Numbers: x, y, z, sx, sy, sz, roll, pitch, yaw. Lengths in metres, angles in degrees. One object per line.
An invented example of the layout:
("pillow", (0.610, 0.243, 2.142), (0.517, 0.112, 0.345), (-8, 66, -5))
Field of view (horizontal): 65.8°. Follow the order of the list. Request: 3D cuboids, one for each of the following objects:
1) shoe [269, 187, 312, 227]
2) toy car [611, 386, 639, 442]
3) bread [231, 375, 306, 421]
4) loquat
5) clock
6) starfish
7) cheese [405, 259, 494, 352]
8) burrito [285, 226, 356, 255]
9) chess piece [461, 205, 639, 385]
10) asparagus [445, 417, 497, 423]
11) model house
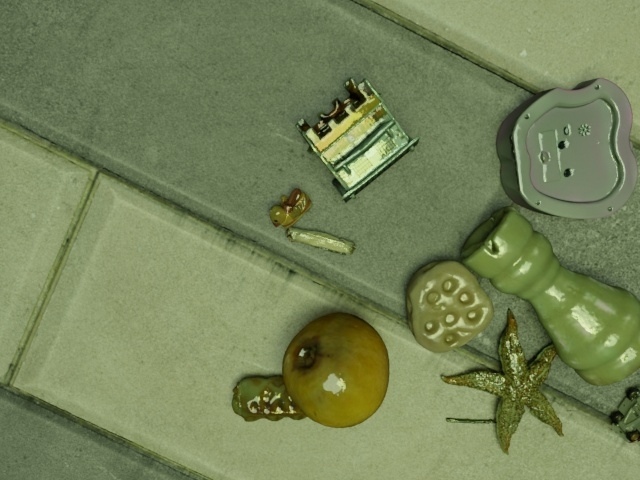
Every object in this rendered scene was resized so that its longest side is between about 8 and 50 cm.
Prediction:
("shoe", (-0.078, -0.084, 1.248), (0.109, 0.072, 0.069), (-25, 135, 10))
("toy car", (0.850, 0.469, 1.292), (0.112, 0.112, 0.139), (26, 109, -18))
("bread", (-0.121, 0.430, 1.321), (0.232, 0.088, 0.128), (2, 106, -4))
("loquat", (0.041, 0.318, 1.212), (0.275, 0.275, 0.274), (0, 98, 2))
("clock", (0.604, -0.211, 1.191), (0.339, 0.102, 0.338), (0, 99, 1))
("starfish", (0.533, 0.382, 1.294), (0.358, 0.078, 0.347), (38, 92, 0))
("cheese", (0.319, 0.165, 1.248), (0.218, 0.117, 0.235), (16, 101, -3))
("burrito", (0.000, 0.000, 1.272), (0.186, 0.041, 0.045), (16, 116, -3))
("chess piece", (0.557, 0.121, 1.188), (0.442, 0.234, 0.234), (40, 98, -1))
("asparagus", (0.424, 0.492, 1.346), (0.166, 0.013, 0.016), (1, 131, 2))
("model house", (0.079, -0.234, 1.155), (0.224, 0.198, 0.215), (-40, 108, 6))
